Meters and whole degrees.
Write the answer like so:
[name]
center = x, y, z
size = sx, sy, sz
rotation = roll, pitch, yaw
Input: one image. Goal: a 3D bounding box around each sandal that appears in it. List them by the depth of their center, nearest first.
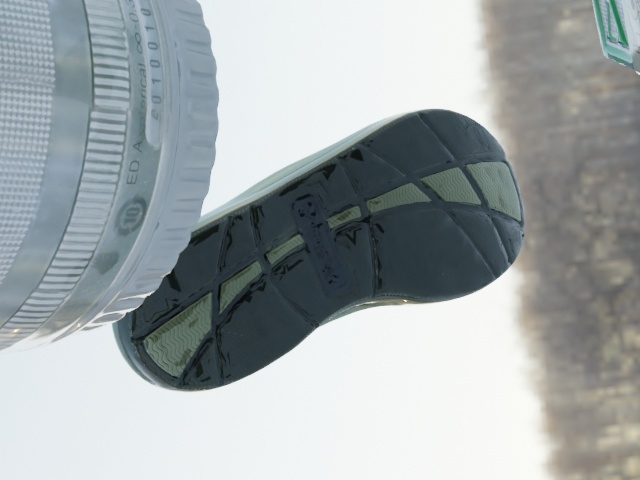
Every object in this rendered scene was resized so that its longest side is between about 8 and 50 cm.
[sandal]
center = -0.001, -0.001, 1.061
size = 0.086, 0.303, 0.120
rotation = -2, 105, 59

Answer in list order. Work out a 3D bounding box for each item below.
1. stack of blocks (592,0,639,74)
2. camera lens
[stack of blocks]
center = 0.167, -0.086, 0.547
size = 0.297, 0.087, 0.171
rotation = -124, 19, -72
[camera lens]
center = -0.205, -0.058, 0.708
size = 0.274, 0.219, 0.219
rotation = 2, -101, -49
